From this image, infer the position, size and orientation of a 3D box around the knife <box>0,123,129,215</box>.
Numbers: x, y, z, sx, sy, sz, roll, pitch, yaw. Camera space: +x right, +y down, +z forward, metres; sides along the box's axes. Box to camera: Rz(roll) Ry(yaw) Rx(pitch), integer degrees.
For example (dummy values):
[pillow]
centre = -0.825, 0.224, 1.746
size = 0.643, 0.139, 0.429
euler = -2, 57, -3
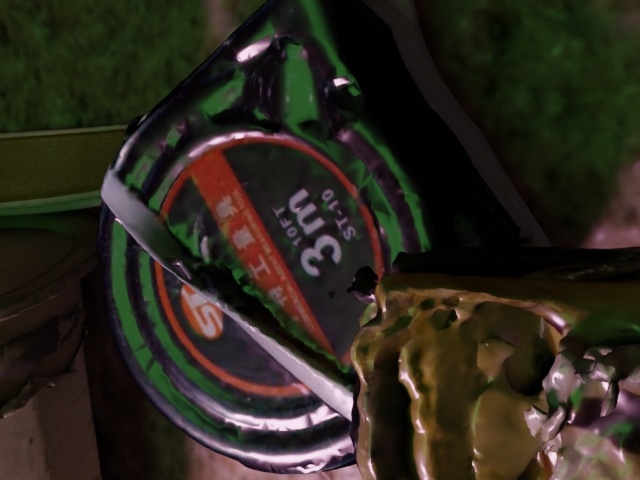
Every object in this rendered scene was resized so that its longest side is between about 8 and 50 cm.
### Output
[knife]
centre = -0.163, -0.031, 0.906
size = 0.256, 0.022, 0.046
euler = 0, 59, 31

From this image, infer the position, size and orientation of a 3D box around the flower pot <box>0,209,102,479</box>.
[flower pot]
centre = -0.178, 0.104, 0.861
size = 0.212, 0.212, 0.202
euler = -2, 113, 32

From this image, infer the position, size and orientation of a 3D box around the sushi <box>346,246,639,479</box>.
[sushi]
centre = 0.154, 0.075, 0.654
size = 0.291, 0.131, 0.139
euler = 1, 103, 2

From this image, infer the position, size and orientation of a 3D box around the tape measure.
[tape measure]
centre = -0.003, 0.003, 0.768
size = 0.181, 0.107, 0.182
euler = -32, 83, 29
